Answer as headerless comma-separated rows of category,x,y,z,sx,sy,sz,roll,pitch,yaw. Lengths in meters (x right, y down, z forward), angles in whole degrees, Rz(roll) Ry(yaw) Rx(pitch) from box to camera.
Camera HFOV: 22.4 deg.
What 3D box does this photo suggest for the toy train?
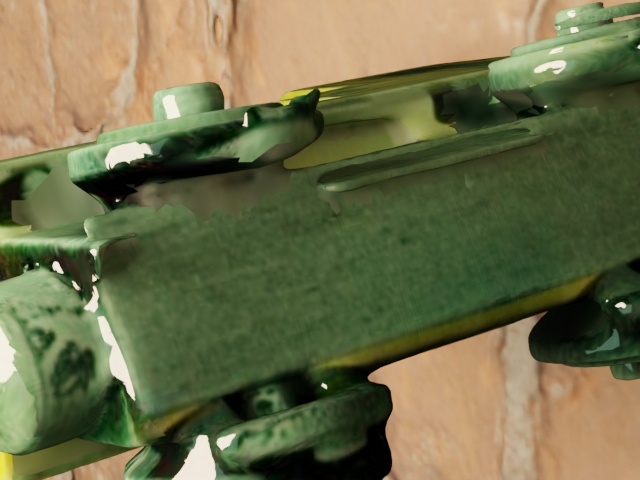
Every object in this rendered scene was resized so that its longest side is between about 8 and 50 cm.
toy train,0.000,0.000,0.635,0.237,0.369,0.150,0,101,51
